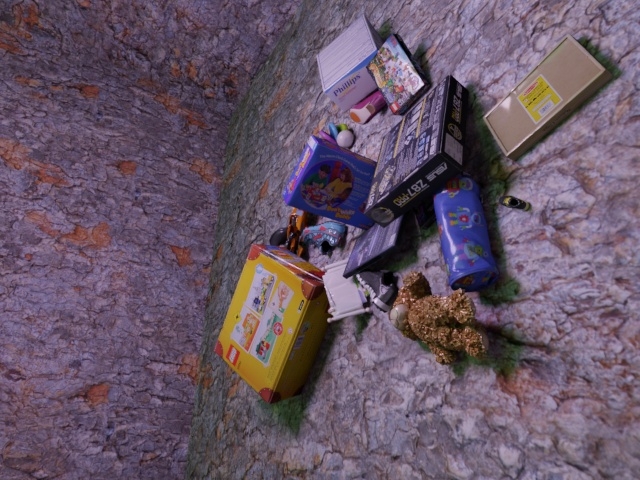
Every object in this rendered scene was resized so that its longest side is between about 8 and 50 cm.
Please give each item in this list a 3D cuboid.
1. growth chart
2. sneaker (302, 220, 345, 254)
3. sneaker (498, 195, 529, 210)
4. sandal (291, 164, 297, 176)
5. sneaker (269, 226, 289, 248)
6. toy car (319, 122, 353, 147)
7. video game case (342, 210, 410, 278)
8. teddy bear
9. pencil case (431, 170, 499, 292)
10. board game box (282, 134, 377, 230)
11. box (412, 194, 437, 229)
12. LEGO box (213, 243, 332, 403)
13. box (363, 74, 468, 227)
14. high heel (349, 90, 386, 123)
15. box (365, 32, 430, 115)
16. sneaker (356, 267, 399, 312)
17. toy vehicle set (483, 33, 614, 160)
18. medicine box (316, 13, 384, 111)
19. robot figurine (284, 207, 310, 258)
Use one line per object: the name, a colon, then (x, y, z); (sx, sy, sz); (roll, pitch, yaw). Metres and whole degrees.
growth chart: (0.092, 0.164, 1.464); (0.021, 0.172, 0.237); (80, 180, -54)
sneaker: (0.000, 0.000, 1.743); (0.262, 0.104, 0.125); (-19, 62, 57)
sneaker: (0.467, -0.096, 1.025); (0.083, 0.035, 0.031); (32, 103, 61)
sandal: (-0.095, -0.266, 2.112); (0.097, 0.054, 0.254); (-51, 45, 48)
sneaker: (-0.193, 0.087, 2.037); (0.146, 0.122, 0.330); (64, 144, 42)
toy car: (0.048, -0.435, 1.839); (0.182, 0.136, 0.159); (-62, 30, 21)
video game case: (0.186, 0.005, 1.411); (0.274, 0.026, 0.196); (-39, 21, 49)
teddy bear: (0.281, 0.201, 1.066); (0.338, 0.113, 0.245); (24, 140, 57)
pencil case: (0.370, -0.021, 1.076); (0.119, 0.133, 0.306); (75, -168, -60)
board game box: (0.076, -0.186, 1.442); (0.233, 0.347, 0.078); (-60, 31, 24)
box: (0.330, -0.129, 1.295); (0.116, 0.029, 0.162); (-52, 34, 37)
LEGO box: (-0.178, 0.317, 1.674); (0.372, 0.193, 0.500); (29, 103, 36)
box: (0.285, -0.267, 1.253); (0.318, 0.097, 0.395); (-38, 26, 45)
high heel: (0.202, -0.555, 1.718); (0.117, 0.082, 0.244); (-45, 10, -12)
box: (0.274, -0.593, 1.508); (0.159, 0.044, 0.233); (-41, 69, 45)
sneaker: (0.191, 0.131, 1.368); (0.106, 0.078, 0.234); (-52, 27, 12)
toy vehicle set: (0.537, -0.344, 1.024); (0.267, 0.035, 0.166); (-47, 38, 40)
medicine box: (0.139, -0.733, 1.742); (0.263, 0.149, 0.289); (-31, 48, 28)
robot figurine: (-0.103, -0.032, 1.907); (0.211, 0.085, 0.291); (38, -118, -82)
